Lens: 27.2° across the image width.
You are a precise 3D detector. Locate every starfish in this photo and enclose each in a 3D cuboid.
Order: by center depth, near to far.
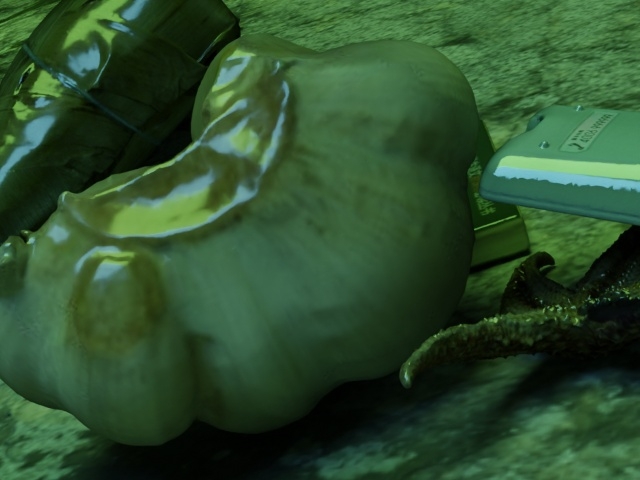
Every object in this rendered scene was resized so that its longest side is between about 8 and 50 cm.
[{"bbox_3d":[0.131,0.034,0.653,0.238,0.057,0.213,-23,10,-23],"label":"starfish"}]

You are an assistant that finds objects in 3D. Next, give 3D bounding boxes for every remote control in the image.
[{"bbox_3d":[0.229,-0.032,0.640,0.293,0.051,0.103,8,27,27],"label":"remote control"}]

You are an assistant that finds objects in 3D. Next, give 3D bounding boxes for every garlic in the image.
[{"bbox_3d":[-0.026,0.012,0.707,0.281,0.185,0.203,-47,-8,-5],"label":"garlic"}]

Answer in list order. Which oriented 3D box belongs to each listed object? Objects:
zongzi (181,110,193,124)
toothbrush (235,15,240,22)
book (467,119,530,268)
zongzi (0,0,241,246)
[{"bbox_3d":[-0.108,-0.142,1.335,0.076,0.040,0.083,3,43,35],"label":"zongzi"},{"bbox_3d":[-0.145,-0.218,1.561,0.030,0.030,0.297,-41,13,27],"label":"toothbrush"},{"bbox_3d":[0.000,0.000,0.895,0.264,0.027,0.202,-19,21,8],"label":"book"},{"bbox_3d":[-0.256,-0.096,1.275,0.360,0.160,0.323,-54,13,-12],"label":"zongzi"}]
